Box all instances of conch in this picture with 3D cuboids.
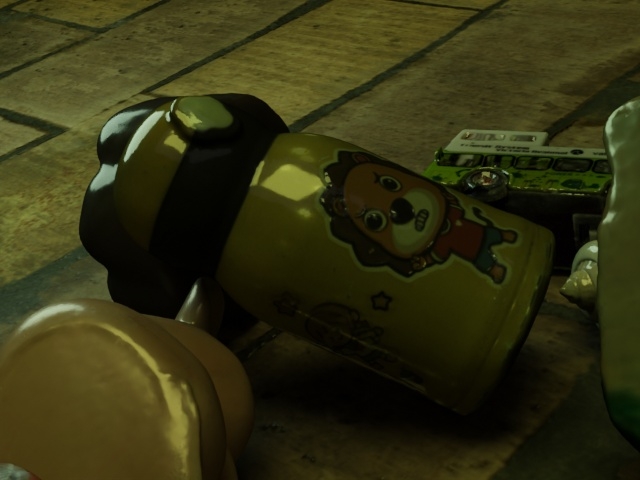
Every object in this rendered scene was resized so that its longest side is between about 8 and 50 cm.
[{"bbox_3d":[0.290,0.034,1.017,0.176,0.104,0.094,-19,58,-20],"label":"conch"}]

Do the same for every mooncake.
[{"bbox_3d":[-0.122,-0.031,1.138,0.133,0.244,0.245,2,32,28],"label":"mooncake"}]

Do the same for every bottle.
[{"bbox_3d":[0.000,0.000,0.948,0.351,0.171,0.171,24,34,-2],"label":"bottle"}]

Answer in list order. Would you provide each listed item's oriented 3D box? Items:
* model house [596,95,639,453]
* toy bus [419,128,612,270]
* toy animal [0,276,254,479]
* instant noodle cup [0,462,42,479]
[{"bbox_3d":[0.434,0.022,0.783,0.343,0.334,0.382,8,-7,-37],"label":"model house"},{"bbox_3d":[0.253,-0.035,1.139,0.302,0.113,0.139,5,33,23],"label":"toy bus"},{"bbox_3d":[-0.136,0.139,0.880,0.195,0.256,0.213,-37,73,1],"label":"toy animal"},{"bbox_3d":[-0.244,0.256,0.677,0.250,0.250,0.192,17,23,41],"label":"instant noodle cup"}]
